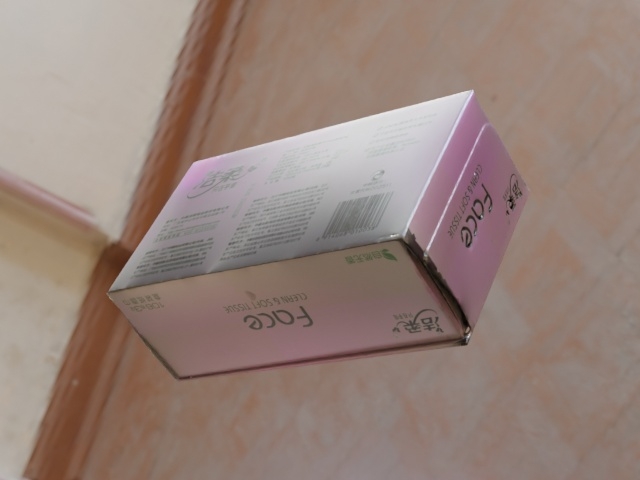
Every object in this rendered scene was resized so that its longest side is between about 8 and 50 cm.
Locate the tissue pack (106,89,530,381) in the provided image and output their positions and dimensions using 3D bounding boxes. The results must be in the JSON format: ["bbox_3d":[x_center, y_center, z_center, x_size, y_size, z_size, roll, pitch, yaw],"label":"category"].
[{"bbox_3d":[0.000,0.000,0.924,0.246,0.092,0.148,-11,36,38],"label":"tissue pack"}]
